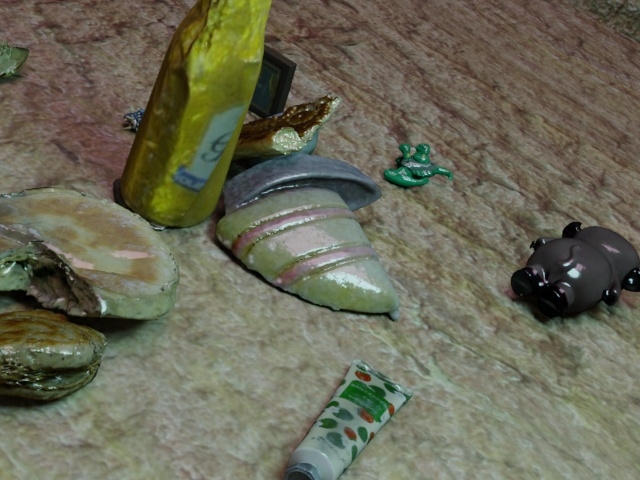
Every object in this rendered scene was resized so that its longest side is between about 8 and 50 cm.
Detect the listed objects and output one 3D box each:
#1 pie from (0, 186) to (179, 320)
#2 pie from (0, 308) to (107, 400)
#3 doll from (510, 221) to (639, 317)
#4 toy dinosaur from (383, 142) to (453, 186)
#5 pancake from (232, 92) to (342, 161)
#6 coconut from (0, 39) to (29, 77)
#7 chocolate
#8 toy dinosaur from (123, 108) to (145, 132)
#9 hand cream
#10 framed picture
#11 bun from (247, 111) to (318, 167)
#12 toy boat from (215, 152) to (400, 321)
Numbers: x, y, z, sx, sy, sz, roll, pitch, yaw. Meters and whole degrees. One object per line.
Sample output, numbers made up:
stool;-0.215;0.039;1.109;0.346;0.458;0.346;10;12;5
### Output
pie;-0.338;0.017;1.318;0.338;0.075;0.337;14;22;-6
pie;-0.345;0.127;1.165;0.194;0.079;0.163;4;20;-29
doll;0.433;0.051;1.655;0.257;0.117;0.182;-18;50;-44
toy dinosaur;0.181;-0.130;1.856;0.132;0.059;0.096;7;42;-5
pancake;-0.084;-0.195;1.651;0.244;0.057;0.266;-33;28;-20
coconut;-0.584;-0.316;1.713;0.158;0.055;0.133;-7;40;-38
chocolate;-0.174;-0.220;1.433;0.162;0.445;0.162;16;36;-12
toy dinosaur;-0.299;-0.203;1.720;0.083;0.030;0.047;4;36;-21
hand cream;0.032;0.228;1.237;0.095;0.059;0.276;30;29;11
framed picture;-0.130;-0.314;1.886;0.168;0.128;0.023;34;37;21
bun;-0.064;-0.165;1.731;0.141;0.083;0.141;-17;28;9
toy boat;-0.023;-0.020;1.535;0.276;0.111;0.293;5;43;-13
